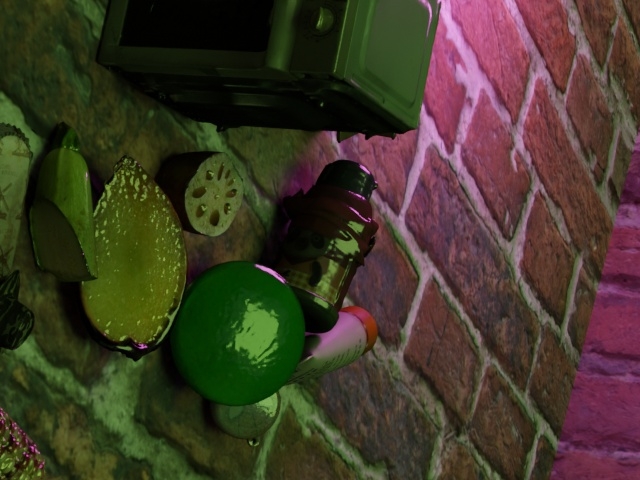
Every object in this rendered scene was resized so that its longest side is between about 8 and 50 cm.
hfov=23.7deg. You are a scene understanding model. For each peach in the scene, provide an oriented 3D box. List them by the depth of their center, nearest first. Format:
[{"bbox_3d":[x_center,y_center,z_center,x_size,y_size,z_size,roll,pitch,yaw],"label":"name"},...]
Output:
[{"bbox_3d":[-0.260,0.020,1.977,0.189,0.068,0.279,-23,117,-49],"label":"peach"}]

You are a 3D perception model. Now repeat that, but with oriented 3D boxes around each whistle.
[{"bbox_3d":[-0.122,0.200,2.251,0.107,0.057,0.220,-16,101,-17],"label":"whistle"}]

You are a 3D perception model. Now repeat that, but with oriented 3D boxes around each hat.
[{"bbox_3d":[-0.367,0.095,1.794,0.121,0.050,0.121,-59,165,-26],"label":"hat"}]

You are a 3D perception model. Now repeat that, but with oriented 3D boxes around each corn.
[{"bbox_3d":[-0.406,0.204,1.709,0.098,0.098,0.290,-66,145,-30],"label":"corn"}]

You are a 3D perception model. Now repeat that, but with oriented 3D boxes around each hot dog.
[{"bbox_3d":[-0.382,-0.042,1.752,0.108,0.059,0.191,4,97,-53],"label":"hot dog"}]

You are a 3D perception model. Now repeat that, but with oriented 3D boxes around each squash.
[{"bbox_3d":[-0.316,-0.050,1.859,0.075,0.090,0.200,-2,83,-30],"label":"squash"}]

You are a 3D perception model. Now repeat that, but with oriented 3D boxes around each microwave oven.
[{"bbox_3d":[-0.063,-0.261,1.982,0.286,0.355,0.218,29,69,-60],"label":"microwave oven"}]

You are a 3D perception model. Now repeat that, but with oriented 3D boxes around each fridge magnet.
[{"bbox_3d":[-0.119,0.132,2.172,0.208,0.088,0.208,0,90,-26],"label":"fridge magnet"}]

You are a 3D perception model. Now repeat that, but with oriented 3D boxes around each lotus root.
[{"bbox_3d":[-0.171,-0.064,2.106,0.112,0.081,0.122,-60,144,-34],"label":"lotus root"}]

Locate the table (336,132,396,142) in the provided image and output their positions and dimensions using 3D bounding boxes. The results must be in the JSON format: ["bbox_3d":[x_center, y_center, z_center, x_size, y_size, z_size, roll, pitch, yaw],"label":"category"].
[{"bbox_3d":[0.063,-0.277,2.419,0.167,0.167,0.226,-31,126,-56],"label":"table"}]

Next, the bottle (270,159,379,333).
[{"bbox_3d":[0.000,0.000,2.376,0.156,0.143,0.271,27,68,-13],"label":"bottle"}]

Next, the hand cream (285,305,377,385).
[{"bbox_3d":[-0.012,0.183,2.421,0.089,0.140,0.314,62,25,1],"label":"hand cream"}]
